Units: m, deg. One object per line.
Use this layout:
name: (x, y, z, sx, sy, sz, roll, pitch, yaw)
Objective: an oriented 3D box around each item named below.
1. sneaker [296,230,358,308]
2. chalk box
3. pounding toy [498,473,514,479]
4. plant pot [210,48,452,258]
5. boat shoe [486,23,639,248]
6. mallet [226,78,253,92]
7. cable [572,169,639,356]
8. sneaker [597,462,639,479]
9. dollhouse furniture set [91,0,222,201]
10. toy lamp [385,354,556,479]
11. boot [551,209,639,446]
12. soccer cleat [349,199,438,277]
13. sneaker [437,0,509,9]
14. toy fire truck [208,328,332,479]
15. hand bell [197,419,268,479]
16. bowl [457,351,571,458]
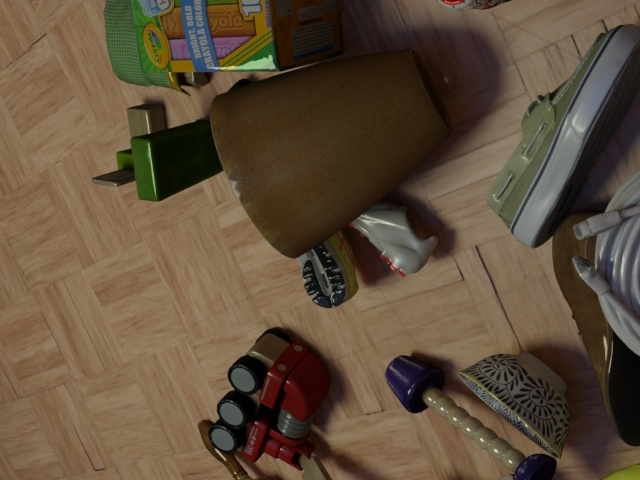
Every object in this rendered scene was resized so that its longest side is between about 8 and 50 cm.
sneaker: (0.000, 0.000, 1.386, 0.081, 0.094, 0.208, -21, 78, 26)
chalk box: (-0.140, -0.323, 1.273, 0.289, 0.180, 0.179, 5, 111, 30)
pounding toy: (0.227, 0.416, 1.393, 0.269, 0.155, 0.154, -39, 54, 32)
plant pot: (0.028, -0.137, 1.215, 0.254, 0.237, 0.237, -26, 92, 16)
boat shoe: (0.275, -0.122, 1.100, 0.094, 0.109, 0.302, 38, 131, 22)
mallet: (-0.085, -0.149, 1.425, 0.062, 0.039, 0.189, -28, 94, 42)
cable: (0.418, 0.024, 0.998, 0.257, 0.089, 0.257, -32, 100, 15)
sneaker: (0.485, 0.257, 1.100, 0.385, 0.145, 0.147, -27, 57, 47)
dollhouse furniture set: (-0.286, -0.233, 1.466, 0.197, 0.151, 0.301, 10, 114, 35)
toy lamp: (0.197, 0.250, 1.315, 0.275, 0.080, 0.080, 38, 129, 38)
boot: (0.358, 0.103, 1.157, 0.115, 0.112, 0.305, 26, 134, 65)
soccer cleat: (0.082, -0.032, 1.326, 0.076, 0.068, 0.196, -47, 63, 5)
sneaker: (0.164, -0.389, 1.045, 0.090, 0.145, 0.270, 6, 112, 37)
toy fire truck: (-0.042, 0.299, 1.517, 0.246, 0.158, 0.217, 28, 124, 12)
hand bell: (-0.147, 0.411, 1.681, 0.242, 0.126, 0.126, 45, 131, 29)
bowl: (0.269, 0.199, 1.240, 0.170, 0.170, 0.080, 40, 84, 18)
